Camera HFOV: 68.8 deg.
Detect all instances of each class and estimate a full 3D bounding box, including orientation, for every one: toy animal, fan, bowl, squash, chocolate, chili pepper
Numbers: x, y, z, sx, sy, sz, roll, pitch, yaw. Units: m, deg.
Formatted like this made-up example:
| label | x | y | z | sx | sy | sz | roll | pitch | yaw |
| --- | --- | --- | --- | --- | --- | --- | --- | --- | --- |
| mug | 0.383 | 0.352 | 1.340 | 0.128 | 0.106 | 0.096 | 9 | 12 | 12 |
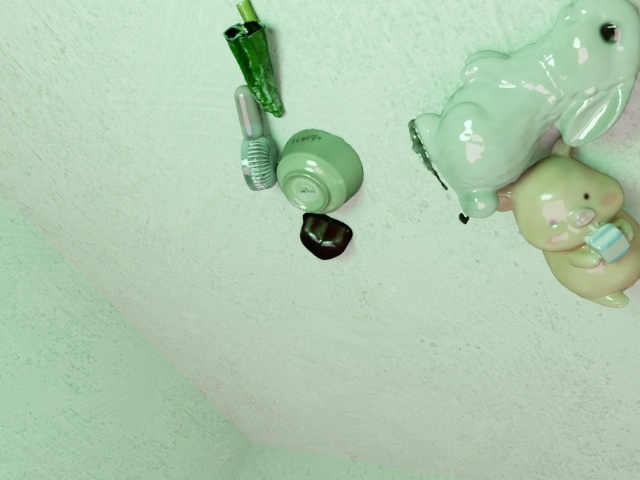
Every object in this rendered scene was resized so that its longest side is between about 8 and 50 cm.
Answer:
| label | x | y | z | sx | sy | sz | roll | pitch | yaw |
| --- | --- | --- | --- | --- | --- | --- | --- | --- | --- |
| toy animal | 0.459 | -0.026 | 0.845 | 0.195 | 0.213 | 0.256 | -37 | 121 | 12 |
| toy animal | 0.338 | -0.213 | 0.759 | 0.357 | 0.194 | 0.258 | -29 | 88 | 38 |
| fan | -0.154 | -0.235 | 1.089 | 0.074 | 0.130 | 0.244 | -4 | 116 | 11 |
| bowl | -0.015 | -0.142 | 1.098 | 0.211 | 0.112 | 0.211 | 17 | 139 | 15 |
| squash | -0.137 | -0.436 | 0.936 | 0.027 | 0.027 | 0.083 | -7 | 126 | 36 |
| chocolate | 0.000 | 0.000 | 1.254 | 0.148 | 0.080 | 0.125 | 24 | 139 | 6 |
| chili pepper | -0.120 | -0.344 | 0.983 | 0.088 | 0.059 | 0.227 | 1 | 147 | 19 |
